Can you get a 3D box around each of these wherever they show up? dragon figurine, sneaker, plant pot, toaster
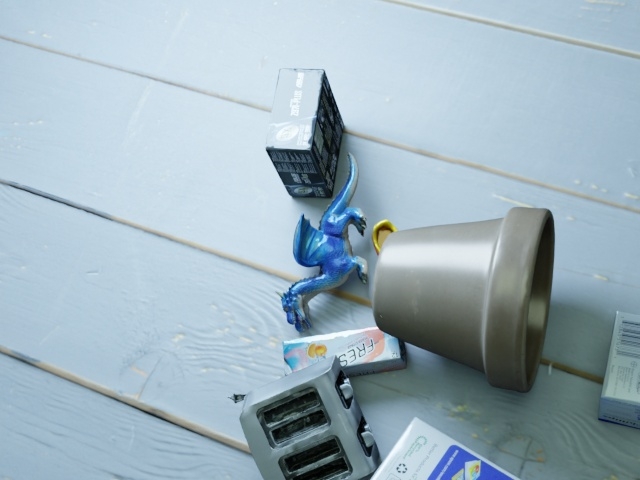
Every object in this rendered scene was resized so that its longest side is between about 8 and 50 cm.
[{"bbox_3d":[0.000,0.000,1.618,0.144,0.085,0.289,-1,88,-2],"label":"dragon figurine"},{"bbox_3d":[0.128,0.045,1.606,0.064,0.067,0.175,-33,65,-3],"label":"sneaker"},{"bbox_3d":[0.203,0.071,1.470,0.229,0.263,0.263,7,69,20],"label":"plant pot"},{"bbox_3d":[-0.024,0.277,1.490,0.185,0.110,0.168,-23,93,4],"label":"toaster"}]

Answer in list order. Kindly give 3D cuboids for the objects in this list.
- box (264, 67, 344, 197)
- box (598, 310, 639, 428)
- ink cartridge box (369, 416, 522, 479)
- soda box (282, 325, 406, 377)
[{"bbox_3d":[-0.023,-0.172,1.674,0.077,0.180,0.147,4,69,14],"label":"box"},{"bbox_3d":[0.433,0.183,1.428,0.072,0.137,0.126,11,70,17],"label":"box"},{"bbox_3d":[0.236,0.408,1.401,0.370,0.069,0.176,27,60,25],"label":"ink cartridge box"},{"bbox_3d":[0.037,0.175,1.574,0.183,0.063,0.058,-11,65,10],"label":"soda box"}]
